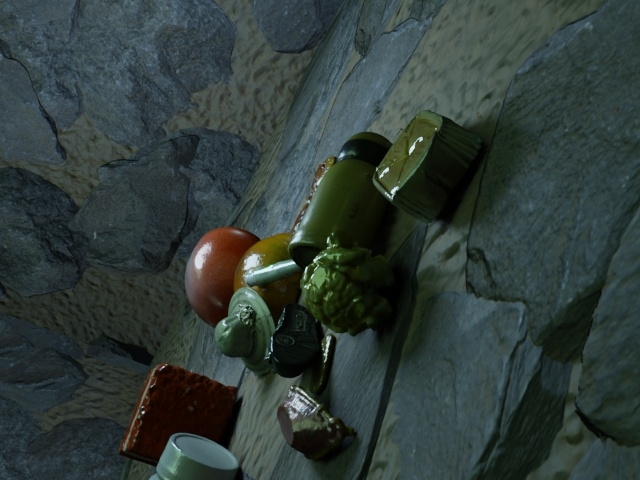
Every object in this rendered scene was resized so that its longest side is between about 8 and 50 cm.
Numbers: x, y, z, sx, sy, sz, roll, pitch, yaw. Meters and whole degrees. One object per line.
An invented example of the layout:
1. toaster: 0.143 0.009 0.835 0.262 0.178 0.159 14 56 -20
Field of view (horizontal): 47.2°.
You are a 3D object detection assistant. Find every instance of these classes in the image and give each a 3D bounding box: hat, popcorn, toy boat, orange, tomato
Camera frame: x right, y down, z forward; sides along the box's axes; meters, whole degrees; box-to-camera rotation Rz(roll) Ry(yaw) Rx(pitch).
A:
1. hat: -0.229 0.258 2.000 0.252 0.109 0.252 16 110 50
2. popcorn: 0.055 0.084 1.422 0.167 0.185 0.188 -13 43 52
3. toy boat: -0.029 0.360 1.463 0.318 0.098 0.141 174 91 -73
4. orange: -0.129 0.118 2.152 0.310 0.274 0.274 -39 -1 -32
5. tomato: -0.318 0.122 2.426 0.341 0.272 0.341 -57 18 30

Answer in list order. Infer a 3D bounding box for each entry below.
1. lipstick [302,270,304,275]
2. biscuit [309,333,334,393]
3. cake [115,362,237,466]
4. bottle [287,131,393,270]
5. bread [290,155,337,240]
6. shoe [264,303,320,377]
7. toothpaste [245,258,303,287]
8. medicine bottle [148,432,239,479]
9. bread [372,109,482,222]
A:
1. lipstick: 0.013 0.120 1.684 0.081 0.081 0.300 -64 13 7
2. biscuit: 0.003 0.271 1.612 0.071 0.018 0.147 -46 23 50
3. cake: -0.425 0.541 2.173 0.319 0.269 0.270 -38 31 60
4. bottle: 0.069 -0.088 1.642 0.171 0.171 0.351 -38 24 60
5. bread: -0.005 -0.109 2.065 0.139 0.077 0.271 151 142 -75
6. shoe: -0.073 0.269 1.696 0.293 0.109 0.149 -80 9 -69
7. toothpaste: -0.087 0.075 1.916 0.314 0.056 0.058 -19 36 43
8. medicine bottle: -0.363 0.698 1.850 0.372 0.211 0.211 -66 15 1
9. bread: 0.202 -0.142 1.385 0.192 0.109 0.210 -58 17 6
